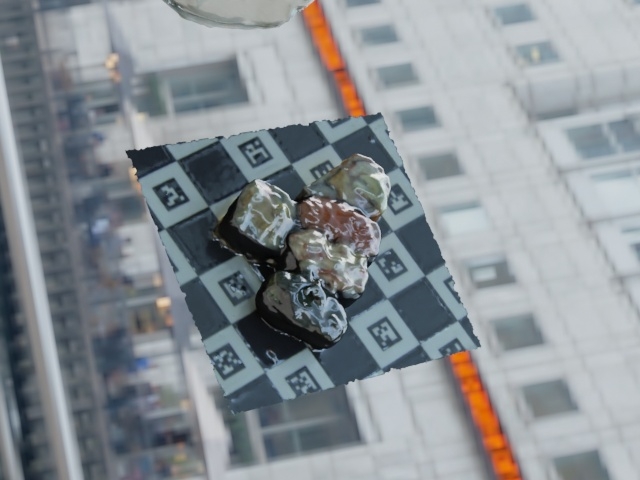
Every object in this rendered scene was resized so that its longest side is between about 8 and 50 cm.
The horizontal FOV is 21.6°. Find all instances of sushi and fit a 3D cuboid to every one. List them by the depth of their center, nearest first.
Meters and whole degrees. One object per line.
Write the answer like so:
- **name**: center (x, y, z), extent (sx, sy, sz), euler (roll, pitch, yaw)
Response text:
- **sushi**: center (0.000, 0.000, 1.831), extent (0.069, 0.339, 0.320), euler (-47, -121, 54)

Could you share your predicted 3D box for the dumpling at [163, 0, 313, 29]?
- **dumpling**: center (-0.157, -0.392, 1.984), extent (0.260, 0.341, 0.181), euler (-50, -146, 35)
